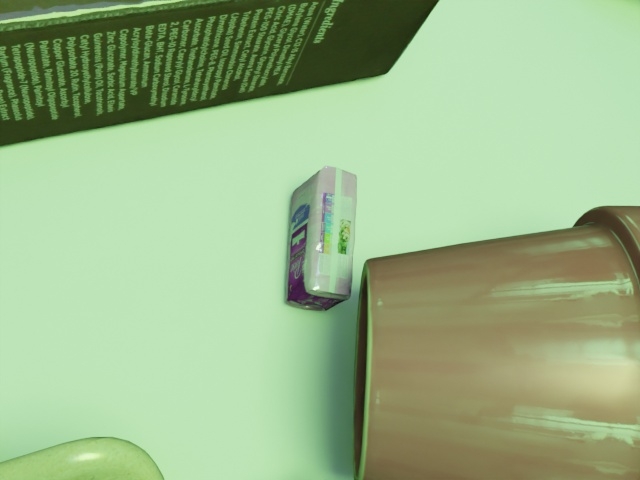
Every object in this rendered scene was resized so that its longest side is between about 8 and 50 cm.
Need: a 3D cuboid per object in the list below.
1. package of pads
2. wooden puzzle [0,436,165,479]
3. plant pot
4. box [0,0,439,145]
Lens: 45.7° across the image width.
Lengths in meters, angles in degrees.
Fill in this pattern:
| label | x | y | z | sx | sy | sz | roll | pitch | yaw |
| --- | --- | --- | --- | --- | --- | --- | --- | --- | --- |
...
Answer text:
| label | x | y | z | sx | sy | sz | roll | pitch | yaw |
| --- | --- | --- | --- | --- | --- | --- | --- | --- | --- |
| package of pads | 0.000 | 0.000 | 0.478 | 0.032 | 0.050 | 0.083 | 10 | 71 | -19 |
| wooden puzzle | -0.173 | 0.284 | 0.294 | 0.322 | 0.080 | 0.347 | -17 | 84 | -3 |
| plant pot | 0.111 | 0.077 | 0.422 | 0.180 | 0.201 | 0.201 | 4 | 72 | 0 |
| box | -0.134 | -0.180 | 0.449 | 0.381 | 0.143 | 0.191 | -14 | 77 | -18 |
